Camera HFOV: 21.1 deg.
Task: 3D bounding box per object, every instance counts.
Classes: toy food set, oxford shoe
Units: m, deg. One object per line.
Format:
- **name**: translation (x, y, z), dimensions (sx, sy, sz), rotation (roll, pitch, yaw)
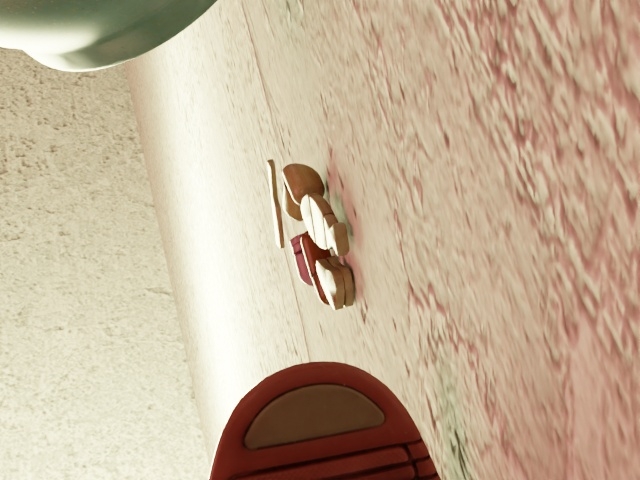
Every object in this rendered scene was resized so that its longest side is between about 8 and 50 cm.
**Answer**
- **toy food set**: translation (0.000, 0.000, 0.945), dimensions (0.122, 0.019, 0.078), rotation (-129, 29, -59)
- **oxford shoe**: translation (0.009, 0.208, 0.756), dimensions (0.130, 0.123, 0.348), rotation (-107, 11, -75)

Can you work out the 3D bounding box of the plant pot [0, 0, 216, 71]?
- **plant pot**: translation (-0.149, -0.219, 0.951), dimensions (0.196, 0.293, 0.293), rotation (52, -166, -42)
